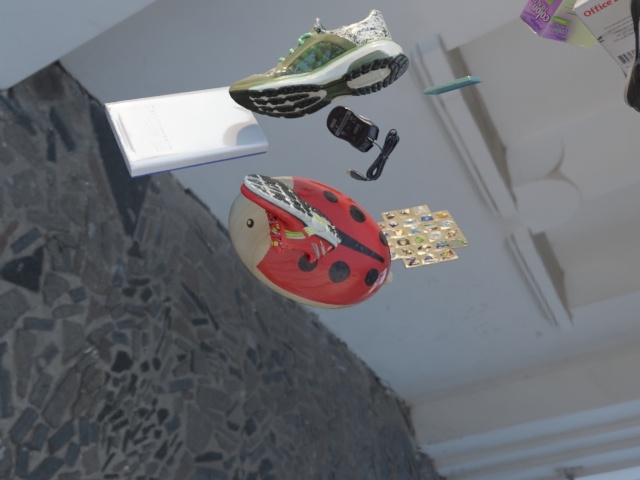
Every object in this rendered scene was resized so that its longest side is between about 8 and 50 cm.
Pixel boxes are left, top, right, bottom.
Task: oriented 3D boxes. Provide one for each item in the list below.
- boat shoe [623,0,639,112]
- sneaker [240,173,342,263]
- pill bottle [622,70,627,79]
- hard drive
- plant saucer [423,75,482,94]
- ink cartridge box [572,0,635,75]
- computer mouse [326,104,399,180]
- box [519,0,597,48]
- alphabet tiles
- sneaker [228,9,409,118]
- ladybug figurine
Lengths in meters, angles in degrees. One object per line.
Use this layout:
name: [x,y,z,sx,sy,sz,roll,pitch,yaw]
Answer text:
boat shoe: [0.724,-0.436,1.347,0.095,0.112,0.335,-114,-162,-66]
sneaker: [-0.069,-0.030,1.291,0.279,0.118,0.107,36,14,-40]
pill bottle: [1.006,-0.493,1.880,0.176,0.176,0.319,42,37,-51]
hard drive: [-0.307,-0.258,1.464,0.210,0.318,0.040,60,-29,28]
plant saucer: [0.414,-0.487,1.998,0.067,0.192,0.018,-6,91,-38]
ink cartridge box: [0.788,-0.541,1.544,0.273,0.198,0.115,40,64,-18]
computer mouse: [0.113,-0.288,1.927,0.262,0.184,0.060,32,15,29]
box: [0.716,-0.678,1.744,0.213,0.243,0.117,0,45,-28]
alphabet tiles: [0.327,-0.018,2.141,0.343,0.285,0.011,-106,-173,-56]
sneaker: [-0.014,-0.406,1.442,0.158,0.410,0.182,56,22,-70]
ladybug figurine: [0.000,0.000,1.536,0.449,0.162,0.305,23,70,-21]
